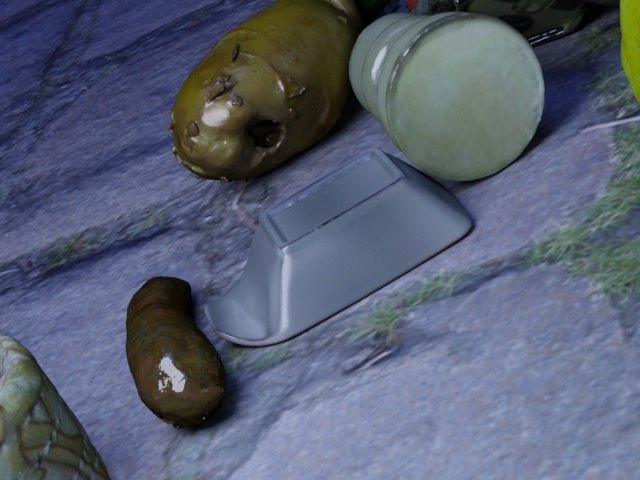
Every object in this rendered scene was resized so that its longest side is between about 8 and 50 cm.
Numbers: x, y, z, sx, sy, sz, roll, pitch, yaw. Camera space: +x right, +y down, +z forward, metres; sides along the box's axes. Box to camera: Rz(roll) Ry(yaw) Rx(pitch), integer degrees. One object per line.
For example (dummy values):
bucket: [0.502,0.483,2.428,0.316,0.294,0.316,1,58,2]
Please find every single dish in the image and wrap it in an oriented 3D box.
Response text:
dish: [0.000,0.000,1.364,0.234,0.064,0.154,-32,25,-2]

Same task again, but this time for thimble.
thimble: [-0.244,0.165,1.211,0.137,0.143,0.190,-28,24,5]

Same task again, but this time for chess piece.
chess piece: [0.099,-0.150,1.477,0.144,0.144,0.251,-31,18,-3]

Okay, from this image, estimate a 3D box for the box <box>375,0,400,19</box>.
box: [0.033,-0.281,1.893,0.117,0.050,0.036,-5,41,41]

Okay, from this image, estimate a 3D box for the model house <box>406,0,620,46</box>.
model house: [0.198,-0.264,1.613,0.279,0.218,0.205,131,139,-59]

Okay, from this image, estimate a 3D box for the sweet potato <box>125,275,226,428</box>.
sweet potato: [-0.128,0.085,1.340,0.075,0.075,0.273,-30,20,-2]

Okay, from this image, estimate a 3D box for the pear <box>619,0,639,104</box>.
pear: [0.373,-0.204,1.012,0.391,0.391,0.391,-24,25,12]

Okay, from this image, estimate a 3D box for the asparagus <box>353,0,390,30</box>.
asparagus: [0.060,-0.290,1.731,0.343,0.082,0.085,-34,27,54]

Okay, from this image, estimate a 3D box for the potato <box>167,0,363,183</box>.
potato: [-0.048,-0.160,1.639,0.173,0.140,0.300,-21,19,36]

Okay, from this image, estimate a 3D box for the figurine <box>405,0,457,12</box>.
figurine: [0.133,-0.287,1.772,0.075,0.068,0.140,-25,26,18]
